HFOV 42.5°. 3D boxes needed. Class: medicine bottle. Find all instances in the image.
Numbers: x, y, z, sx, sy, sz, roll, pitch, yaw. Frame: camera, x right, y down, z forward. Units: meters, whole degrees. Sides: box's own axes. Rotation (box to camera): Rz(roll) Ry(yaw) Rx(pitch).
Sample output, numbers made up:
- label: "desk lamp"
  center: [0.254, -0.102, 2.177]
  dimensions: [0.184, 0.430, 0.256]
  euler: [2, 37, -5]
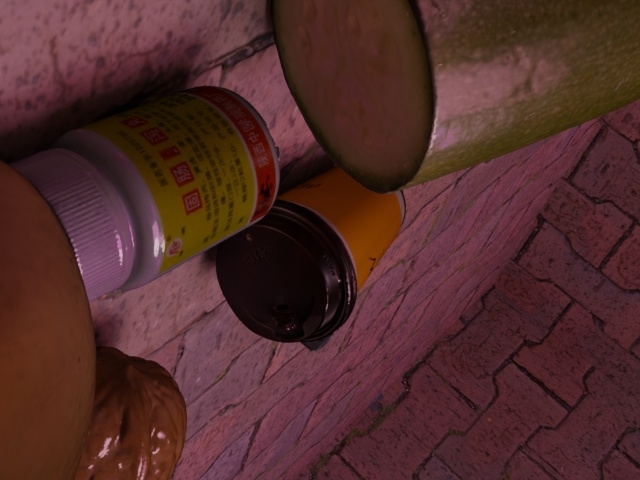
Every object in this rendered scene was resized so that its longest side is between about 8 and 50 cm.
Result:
- label: "medicine bottle"
  center: [-0.151, -0.039, 0.694]
  dimensions: [0.225, 0.139, 0.139]
  euler: [-32, 156, -44]

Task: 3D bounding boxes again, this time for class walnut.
- label: "walnut"
  center: [-0.248, 0.218, 0.924]
  dimensions: [0.213, 0.213, 0.213]
  euler: [-44, 162, -18]

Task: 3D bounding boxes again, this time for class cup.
- label: "cup"
  center: [0.000, 0.000, 1.093]
  dimensions: [0.280, 0.196, 0.196]
  euler: [-42, 163, -49]

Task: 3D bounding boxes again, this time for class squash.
- label: "squash"
  center: [0.182, -0.221, 0.761]
  dimensions: [0.385, 0.263, 0.263]
  euler: [-22, 152, -22]

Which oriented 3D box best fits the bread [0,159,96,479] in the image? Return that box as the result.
- label: "bread"
  center: [-0.305, 0.141, 0.517]
  dimensions: [0.348, 0.253, 0.376]
  euler: [-35, 159, -47]

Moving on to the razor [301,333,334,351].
- label: "razor"
  center: [-0.031, 0.078, 1.354]
  dimensions: [0.068, 0.106, 0.232]
  euler: [-40, 149, -31]
